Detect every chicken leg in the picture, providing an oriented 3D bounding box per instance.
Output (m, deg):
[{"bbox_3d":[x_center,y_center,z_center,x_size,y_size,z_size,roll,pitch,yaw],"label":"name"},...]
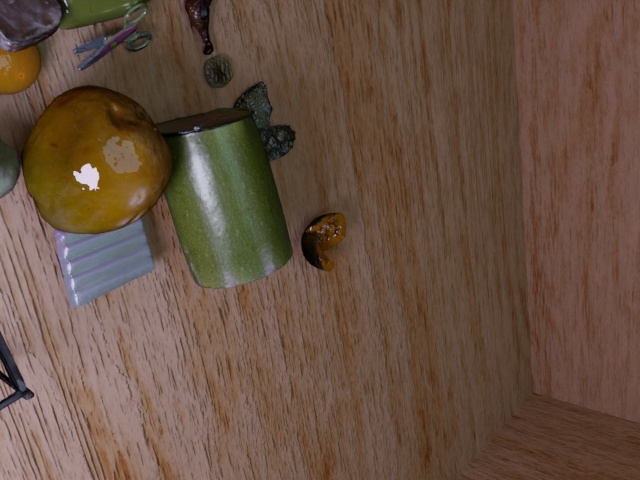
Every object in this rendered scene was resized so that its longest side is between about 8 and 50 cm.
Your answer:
[{"bbox_3d":[-0.284,-0.567,1.391,0.089,0.048,0.219,2,94,-43],"label":"chicken leg"}]

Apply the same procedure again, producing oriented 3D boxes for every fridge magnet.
[{"bbox_3d":[-0.603,-0.347,1.081,0.143,0.063,0.143,-8,101,-43],"label":"fridge magnet"}]

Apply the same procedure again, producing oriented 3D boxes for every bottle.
[{"bbox_3d":[-0.439,-0.519,1.192,0.260,0.112,0.112,-35,120,-38],"label":"bottle"}]

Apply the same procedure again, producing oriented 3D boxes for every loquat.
[{"bbox_3d":[-0.438,-0.151,1.122,0.283,0.276,0.276,-32,123,-2],"label":"loquat"}]

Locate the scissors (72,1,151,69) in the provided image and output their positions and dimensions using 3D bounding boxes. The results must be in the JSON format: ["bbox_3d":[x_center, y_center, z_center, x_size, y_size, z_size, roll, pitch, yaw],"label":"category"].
[{"bbox_3d":[-0.441,-0.425,1.226,0.187,0.133,0.020,-39,80,-23],"label":"scissors"}]

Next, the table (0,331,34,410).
[{"bbox_3d":[-0.676,0.140,0.925,0.222,0.272,0.335,-32,118,-39],"label":"table"}]

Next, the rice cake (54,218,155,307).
[{"bbox_3d":[-0.468,0.026,1.254,0.198,0.037,0.189,-20,105,-42],"label":"rice cake"}]

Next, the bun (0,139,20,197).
[{"bbox_3d":[-0.648,-0.133,1.009,0.212,0.204,0.127,30,100,-10],"label":"bun"}]

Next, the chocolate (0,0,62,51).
[{"bbox_3d":[-0.596,-0.442,1.022,0.254,0.080,0.157,45,44,-15],"label":"chocolate"}]

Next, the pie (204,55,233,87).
[{"bbox_3d":[-0.258,-0.427,1.459,0.084,0.020,0.084,-9,102,-45],"label":"pie"}]

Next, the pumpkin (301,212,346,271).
[{"bbox_3d":[0.000,0.000,1.728,0.119,0.107,0.184,56,49,-43],"label":"pumpkin"}]

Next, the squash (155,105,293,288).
[{"bbox_3d":[-0.232,-0.107,1.361,0.263,0.263,0.385,-32,117,-39],"label":"squash"}]

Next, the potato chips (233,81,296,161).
[{"bbox_3d":[-0.156,-0.311,1.582,0.220,0.029,0.202,34,72,-40],"label":"potato chips"}]
